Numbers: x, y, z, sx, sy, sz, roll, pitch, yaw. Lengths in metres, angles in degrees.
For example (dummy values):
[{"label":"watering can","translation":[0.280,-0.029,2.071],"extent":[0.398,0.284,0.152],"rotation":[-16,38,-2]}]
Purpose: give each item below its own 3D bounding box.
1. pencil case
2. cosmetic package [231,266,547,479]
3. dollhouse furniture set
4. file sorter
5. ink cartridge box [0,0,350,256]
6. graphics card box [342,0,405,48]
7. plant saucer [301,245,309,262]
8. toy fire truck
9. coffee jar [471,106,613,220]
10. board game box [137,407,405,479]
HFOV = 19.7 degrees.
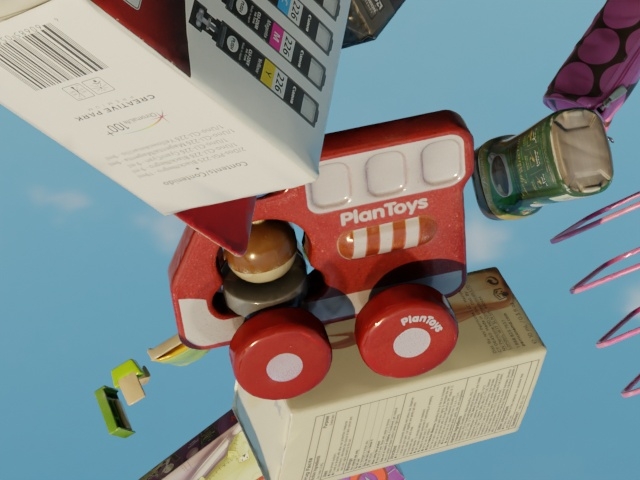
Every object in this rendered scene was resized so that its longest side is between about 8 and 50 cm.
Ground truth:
[{"label":"pencil case","translation":[0.349,-0.222,2.127],"extent":[0.209,0.095,0.098],"rotation":[-58,-167,-8]},{"label":"cosmetic package","translation":[0.070,0.146,1.939],"extent":[0.296,0.153,0.129],"rotation":[-12,-129,-23]},{"label":"dollhouse furniture set","translation":[-0.184,0.162,2.096],"extent":[0.151,0.059,0.076],"rotation":[-32,157,13]},{"label":"file sorter","translation":[0.428,0.076,2.215],"extent":[0.182,0.291,0.202],"rotation":[-26,180,29]},{"label":"ink cartridge box","translation":[-0.062,-0.187,1.107],"extent":[0.130,0.272,0.309],"rotation":[-12,-124,38]},{"label":"graphics card box","translation":[0.048,-0.393,1.960],"extent":[0.094,0.233,0.371],"rotation":[-10,-149,39]},{"label":"plant saucer","translation":[0.096,0.041,2.615],"extent":[0.188,0.188,0.045],"rotation":[-11,-139,39]},{"label":"toy fire truck","translation":[0.000,0.000,1.774],"extent":[0.302,0.254,0.169],"rotation":[-10,-140,-6]},{"label":"coffee jar","translation":[0.234,-0.079,1.980],"extent":[0.079,0.096,0.184],"rotation":[-10,176,-27]},{"label":"board game box","translation":[-0.092,0.322,2.291],"extent":[0.347,0.208,0.056],"rotation":[-38,-153,4]}]
